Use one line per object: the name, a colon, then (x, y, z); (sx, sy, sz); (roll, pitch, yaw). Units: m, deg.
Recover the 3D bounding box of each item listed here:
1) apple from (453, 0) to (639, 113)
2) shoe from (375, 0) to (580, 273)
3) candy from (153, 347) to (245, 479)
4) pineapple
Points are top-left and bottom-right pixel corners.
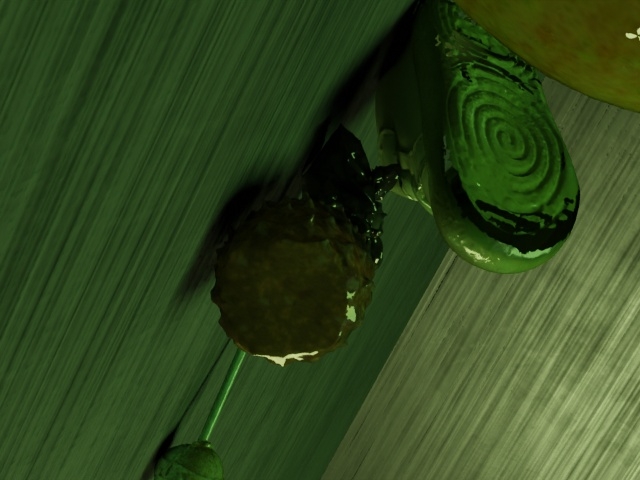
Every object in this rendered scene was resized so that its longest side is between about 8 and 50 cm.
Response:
apple: (0.179, -0.209, 0.666); (0.339, 0.340, 0.339); (-57, 171, -14)
shoe: (0.120, -0.073, 1.215); (0.128, 0.140, 0.262); (117, -26, -48)
candy: (-0.080, 0.126, 1.290); (0.061, 0.061, 0.202); (46, 66, -81)
pineapple: (0.000, 0.000, 1.121); (0.119, 0.111, 0.237); (-31, -170, 19)
